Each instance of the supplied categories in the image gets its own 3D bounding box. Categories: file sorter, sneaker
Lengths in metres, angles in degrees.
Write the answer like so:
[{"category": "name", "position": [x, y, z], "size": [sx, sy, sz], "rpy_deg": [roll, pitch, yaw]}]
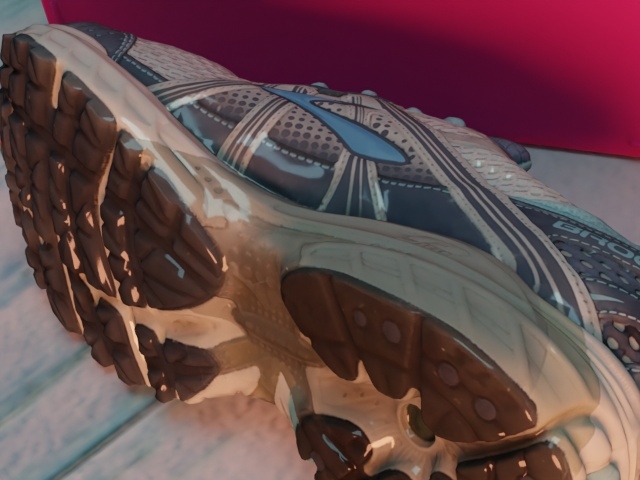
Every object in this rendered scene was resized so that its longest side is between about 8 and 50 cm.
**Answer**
[{"category": "file sorter", "position": [0.041, -0.178, 0.530], "size": [0.290, 0.202, 0.182], "rpy_deg": [9, 46, 22]}, {"category": "sneaker", "position": [0.000, 0.000, 0.452], "size": [0.122, 0.110, 0.283], "rpy_deg": [-27, 46, -37]}]
